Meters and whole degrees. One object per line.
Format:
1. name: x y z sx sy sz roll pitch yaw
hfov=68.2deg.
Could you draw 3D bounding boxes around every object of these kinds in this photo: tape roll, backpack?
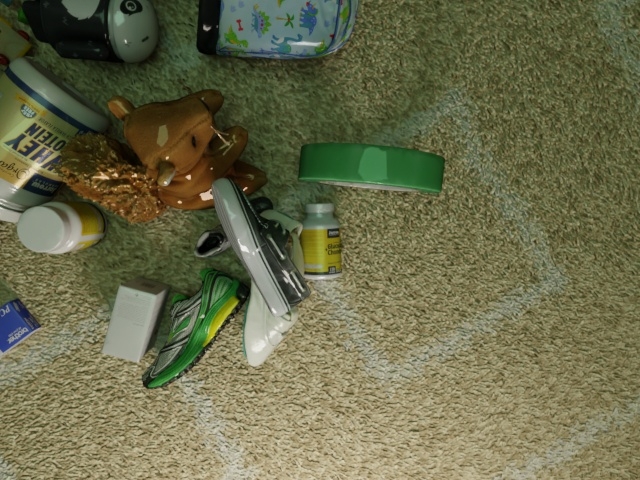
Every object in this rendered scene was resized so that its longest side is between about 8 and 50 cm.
1. tape roll: 0.112 -0.158 1.060 0.321 0.321 0.077 5 95 -3
2. backpack: -0.091 -0.539 1.070 0.355 0.273 0.290 5 114 -16

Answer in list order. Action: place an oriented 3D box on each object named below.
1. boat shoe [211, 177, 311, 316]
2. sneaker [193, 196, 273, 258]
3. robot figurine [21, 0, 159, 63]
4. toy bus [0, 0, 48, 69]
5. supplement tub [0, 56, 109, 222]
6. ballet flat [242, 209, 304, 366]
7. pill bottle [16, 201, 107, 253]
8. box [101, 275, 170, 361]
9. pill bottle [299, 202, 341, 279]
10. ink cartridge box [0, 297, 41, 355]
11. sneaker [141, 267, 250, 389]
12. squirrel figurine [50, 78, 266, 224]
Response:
1. boat shoe: -0.124 0.004 1.031 0.119 0.121 0.335 -30 114 -16
2. sneaker: -0.212 -0.024 1.154 0.228 0.132 0.086 -37 95 1
3. robot figurine: -0.517 -0.505 1.084 0.278 0.173 0.209 7 97 -2
4. toy bus: -0.779 -0.474 1.110 0.104 0.191 0.202 -10 96 42
5. supplement tub: -0.668 -0.221 1.073 0.228 0.228 0.316 39 92 -4
6. ballet flat: -0.108 0.128 1.148 0.139 0.139 0.400 5 98 -3
7. pill bottle: -0.595 -0.032 1.100 0.119 0.208 0.119 0 94 -3
8. box: -0.449 0.190 1.163 0.091 0.130 0.171 17 93 -4
9. pill bottle: 0.000 0.000 1.178 0.103 0.103 0.184 -2 95 -2
10. ink cartridge box: -0.828 0.247 1.195 0.207 0.046 0.097 -36 96 1
11. sneaker: -0.330 0.220 1.184 0.146 0.134 0.343 37 83 2
12. squirrel figurine: -0.346 -0.168 1.018 0.397 0.370 0.281 -28 95 0
